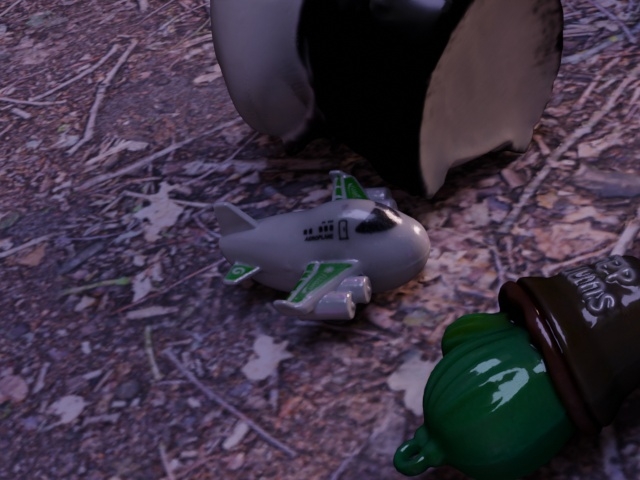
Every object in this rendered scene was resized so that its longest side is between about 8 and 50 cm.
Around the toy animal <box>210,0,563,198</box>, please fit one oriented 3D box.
[{"bbox_3d":[0.042,-0.191,1.047,0.310,0.250,0.251,28,53,36],"label":"toy animal"}]

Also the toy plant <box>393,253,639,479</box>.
[{"bbox_3d":[0.129,0.082,0.750,0.200,0.105,0.143,-28,27,2],"label":"toy plant"}]

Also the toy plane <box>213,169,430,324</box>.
[{"bbox_3d":[0.001,0.002,0.923,0.174,0.080,0.174,-8,36,6],"label":"toy plane"}]
